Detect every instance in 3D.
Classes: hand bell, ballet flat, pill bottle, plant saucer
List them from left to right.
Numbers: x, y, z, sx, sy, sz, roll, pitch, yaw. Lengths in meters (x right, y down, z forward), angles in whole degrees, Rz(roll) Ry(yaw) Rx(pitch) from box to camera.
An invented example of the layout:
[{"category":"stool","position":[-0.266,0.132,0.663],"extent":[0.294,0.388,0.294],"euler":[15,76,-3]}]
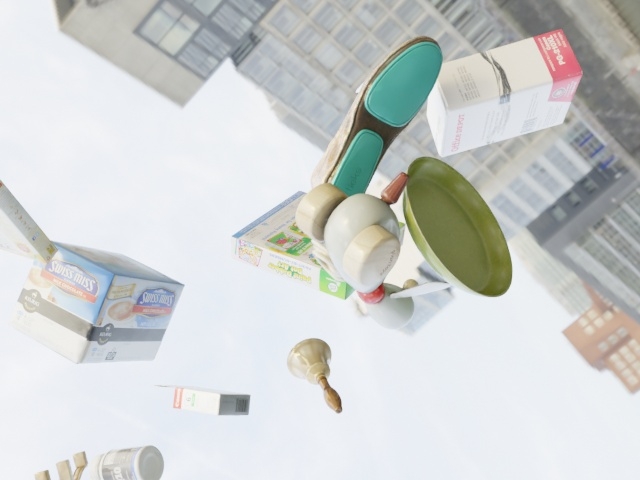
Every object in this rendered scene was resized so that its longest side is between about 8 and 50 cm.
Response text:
[{"category":"pill bottle","position":[-0.382,0.446,1.563],"extent":[0.078,0.137,0.078],"euler":[34,-131,-51]},{"category":"hand bell","position":[0.007,0.358,2.009],"extent":[0.126,0.126,0.242],"euler":[36,-173,-28]},{"category":"ballet flat","position":[0.077,-0.195,1.283],"extent":[0.107,0.316,0.106],"euler":[33,-177,-28]},{"category":"plant saucer","position":[0.199,-0.015,1.198],"extent":[0.241,0.037,0.241],"euler":[29,-137,-31]}]

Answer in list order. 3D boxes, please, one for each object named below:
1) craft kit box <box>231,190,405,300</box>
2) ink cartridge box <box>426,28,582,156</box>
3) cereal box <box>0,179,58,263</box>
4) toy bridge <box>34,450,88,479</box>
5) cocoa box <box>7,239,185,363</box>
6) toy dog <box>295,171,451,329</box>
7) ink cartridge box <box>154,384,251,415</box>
[{"category":"craft kit box","position":[0.000,0.000,1.514],"extent":[0.246,0.061,0.250],"euler":[16,-149,26]},{"category":"ink cartridge box","position":[0.313,-0.253,1.396],"extent":[0.172,0.237,0.100],"euler":[78,176,-68]},{"category":"cereal box","position":[-0.665,-0.056,1.632],"extent":[0.173,0.047,0.240],"euler":[15,147,27]},{"category":"toy bridge","position":[-0.507,0.469,1.585],"extent":[0.188,0.026,0.063],"euler":[23,-129,-82]},{"category":"cocoa box","position":[-0.544,0.155,1.985],"extent":[0.231,0.228,0.347],"euler":[24,-179,20]},{"category":"toy dog","position":[0.095,0.008,1.196],"extent":[0.220,0.161,0.334],"euler":[46,175,14]},{"category":"ink cartridge box","position":[-0.154,0.205,1.024],"extent":[0.063,0.115,0.029],"euler":[18,-105,-55]}]
